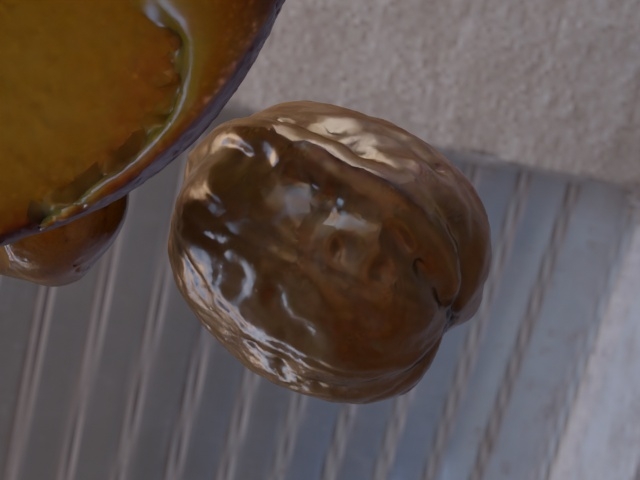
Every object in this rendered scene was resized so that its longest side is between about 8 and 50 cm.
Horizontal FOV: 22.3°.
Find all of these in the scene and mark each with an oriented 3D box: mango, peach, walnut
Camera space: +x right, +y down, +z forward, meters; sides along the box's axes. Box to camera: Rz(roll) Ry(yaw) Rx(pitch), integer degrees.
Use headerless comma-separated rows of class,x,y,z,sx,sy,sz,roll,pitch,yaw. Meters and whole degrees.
mango,-0.267,-0.025,1.620,0.136,0.166,0.236,54,155,8
peach,-0.115,-0.088,0.583,0.154,0.267,0.158,-101,-15,-63
walnut,0.000,0.002,1.703,0.306,0.344,0.306,-50,-12,-15
